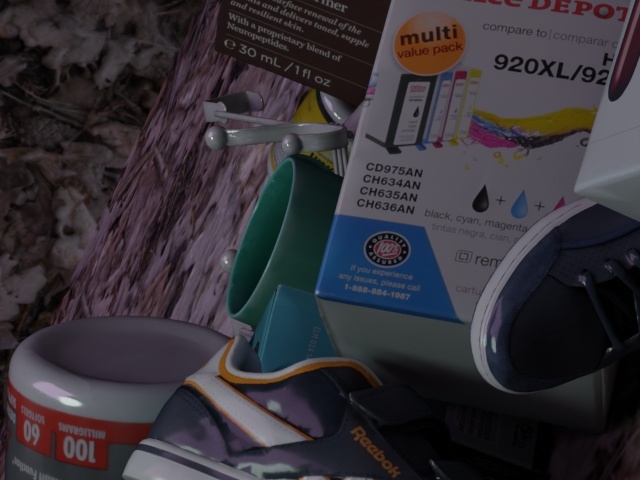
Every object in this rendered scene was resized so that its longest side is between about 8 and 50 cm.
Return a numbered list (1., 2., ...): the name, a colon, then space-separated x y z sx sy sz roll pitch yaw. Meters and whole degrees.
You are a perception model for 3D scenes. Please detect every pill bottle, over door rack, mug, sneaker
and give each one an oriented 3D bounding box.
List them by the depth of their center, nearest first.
1. sneaker: 0.192 0.014 0.934 0.226 0.086 0.163 -33 16 -10
2. sneaker: 0.041 0.147 1.094 0.127 0.321 0.126 -60 -26 -17
3. mug: 0.002 0.002 1.415 0.129 0.097 0.157 146 143 -68
4. pill bottle: -0.167 0.263 1.594 0.210 0.210 0.363 -121 34 -71
5. over door rack: -0.049 0.004 1.660 0.324 0.108 0.239 -152 54 -70
6. pill bottle: 0.011 -0.086 1.802 0.184 0.103 0.103 -52 22 46

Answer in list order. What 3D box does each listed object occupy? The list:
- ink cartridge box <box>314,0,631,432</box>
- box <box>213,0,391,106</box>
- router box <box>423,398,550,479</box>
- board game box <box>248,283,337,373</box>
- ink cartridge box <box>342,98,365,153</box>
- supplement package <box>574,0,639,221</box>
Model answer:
1. ink cartridge box: 0.114 -0.029 1.142 0.168 0.171 0.232 69 -147 -65
2. box: 0.039 -0.307 1.613 0.143 0.191 0.381 -56 -16 -46
3. router box: 0.092 0.058 1.370 0.243 0.081 0.309 -45 28 57
4. board game box: -0.054 0.236 1.292 0.254 0.079 0.336 118 167 -61
5. ink cartridge box: 0.112 -0.132 1.514 0.181 0.056 0.225 -48 16 -7
6. supplement package: 0.260 -0.063 0.732 0.262 0.204 0.145 -19 52 70
